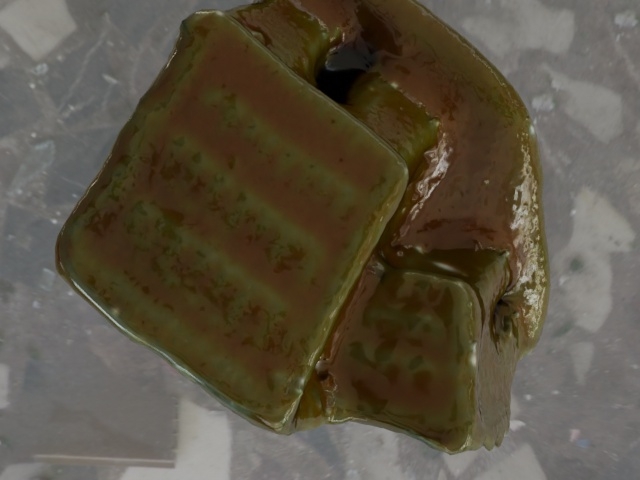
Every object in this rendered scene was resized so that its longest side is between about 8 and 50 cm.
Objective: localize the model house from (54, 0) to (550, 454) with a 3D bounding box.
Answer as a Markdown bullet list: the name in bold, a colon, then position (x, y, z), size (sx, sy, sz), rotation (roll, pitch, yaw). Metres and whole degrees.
- **model house**: position (0.011, 0.003, 0.478), size (0.268, 0.239, 0.173), rotation (37, 127, 0)
